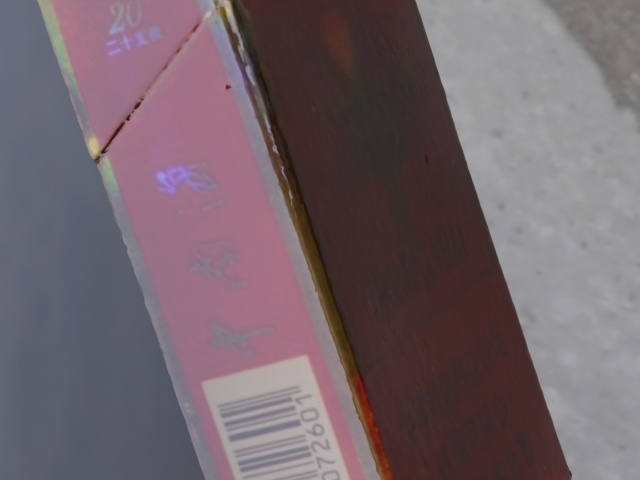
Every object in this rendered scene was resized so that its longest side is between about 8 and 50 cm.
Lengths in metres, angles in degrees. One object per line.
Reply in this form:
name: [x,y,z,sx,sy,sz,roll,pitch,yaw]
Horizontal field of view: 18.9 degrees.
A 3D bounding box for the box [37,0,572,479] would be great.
box: [0.001,0.000,0.830,0.089,0.197,0.313,-15,97,26]
